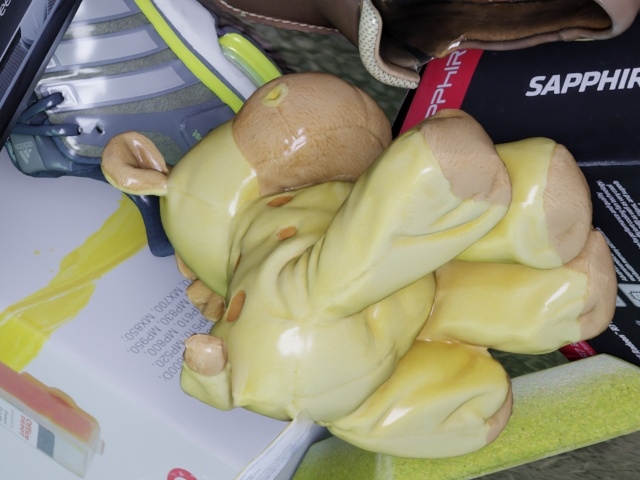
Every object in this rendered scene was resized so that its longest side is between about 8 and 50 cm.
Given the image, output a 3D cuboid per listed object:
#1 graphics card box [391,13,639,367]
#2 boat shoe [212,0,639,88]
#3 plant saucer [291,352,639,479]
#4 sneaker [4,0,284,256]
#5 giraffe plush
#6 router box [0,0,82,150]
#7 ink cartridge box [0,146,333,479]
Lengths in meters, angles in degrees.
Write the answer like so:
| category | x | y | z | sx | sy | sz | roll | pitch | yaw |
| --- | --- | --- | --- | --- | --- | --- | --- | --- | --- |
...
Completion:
| category | x | y | z | sx | sy | sz | roll | pitch | yaw |
| --- | --- | --- | --- | --- | --- | --- | --- | --- | --- |
| graphics card box | 0.239 | -0.010 | 0.710 | 0.371 | 0.094 | 0.233 | 1 | 148 | 44 |
| boat shoe | 0.031 | -0.115 | 0.666 | 0.257 | 0.095 | 0.095 | -2 | 147 | 45 |
| plant saucer | 0.079 | 0.109 | 0.853 | 0.188 | 0.045 | 0.188 | -12 | 169 | -21 |
| sneaker | -0.141 | -0.102 | 0.819 | 0.300 | 0.121 | 0.111 | 36 | 154 | -27 |
| giraffe plush | 0.000 | 0.000 | 0.693 | 0.170 | 0.210 | 0.181 | 56 | 179 | 43 |
| router box | -0.144 | -0.130 | 0.522 | 0.081 | 0.309 | 0.243 | 20 | 156 | 8 |
| ink cartridge box | -0.182 | 0.085 | 1.004 | 0.384 | 0.160 | 0.279 | 31 | 134 | 14 |
